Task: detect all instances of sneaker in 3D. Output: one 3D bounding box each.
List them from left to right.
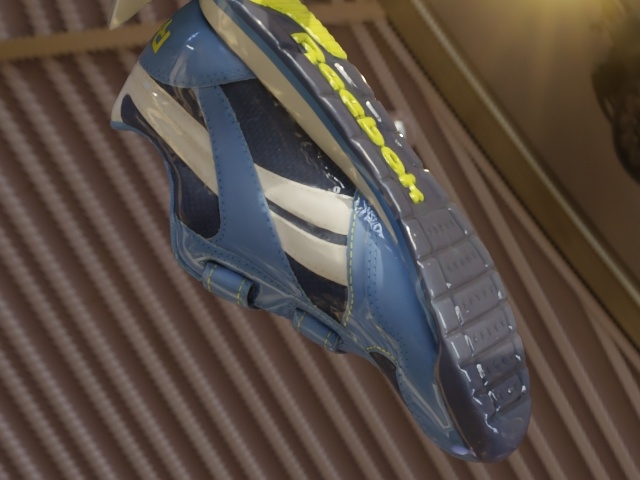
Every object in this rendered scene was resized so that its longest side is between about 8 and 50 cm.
[{"bbox_3d":[0.000,0.000,0.467,0.059,0.053,0.144,-38,-103,19],"label":"sneaker"}]

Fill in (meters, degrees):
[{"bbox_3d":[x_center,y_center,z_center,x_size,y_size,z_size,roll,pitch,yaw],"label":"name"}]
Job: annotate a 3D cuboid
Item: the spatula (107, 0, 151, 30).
[{"bbox_3d":[0.016,-0.101,0.410,0.168,0.242,0.019,-36,-76,0],"label":"spatula"}]
